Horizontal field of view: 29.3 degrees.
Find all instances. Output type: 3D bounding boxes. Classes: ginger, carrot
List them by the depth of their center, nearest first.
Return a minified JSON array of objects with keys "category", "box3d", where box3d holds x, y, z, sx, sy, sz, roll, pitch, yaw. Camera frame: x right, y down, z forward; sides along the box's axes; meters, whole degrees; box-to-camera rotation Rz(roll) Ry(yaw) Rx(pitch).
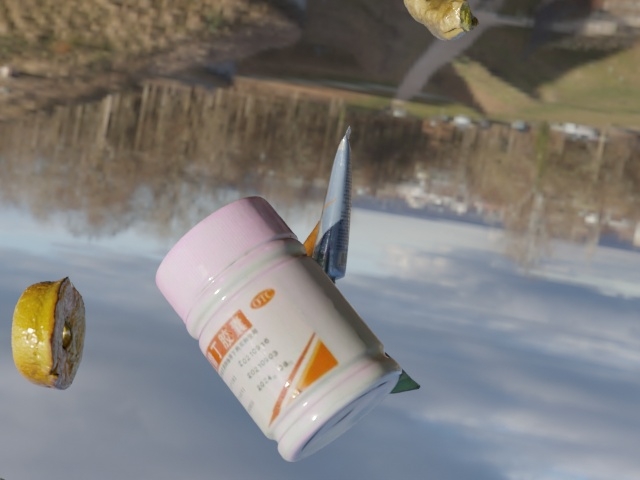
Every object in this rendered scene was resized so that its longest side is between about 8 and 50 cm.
[{"category":"ginger","box3d":[0.224,-0.386,2.129,0.115,0.081,0.205,42,-176,-30]},{"category":"carrot","box3d":[0.000,0.000,2.154,0.055,0.161,0.055,30,174,4]}]

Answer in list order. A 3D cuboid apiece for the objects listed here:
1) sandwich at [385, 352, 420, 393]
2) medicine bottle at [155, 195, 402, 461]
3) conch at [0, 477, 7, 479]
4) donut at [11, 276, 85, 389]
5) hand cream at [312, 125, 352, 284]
[{"category":"sandwich","box3d":[0.078,0.198,1.743,0.074,0.074,0.116,46,176,-20]},{"category":"medicine bottle","box3d":[-0.059,0.119,1.665,0.316,0.202,0.202,51,-164,17]},{"category":"conch","box3d":[-0.480,0.416,1.667,0.121,0.221,0.185,25,-159,-27]},{"category":"donut","box3d":[-0.418,0.142,1.883,0.074,0.174,0.190,1,176,4]},{"category":"hand cream","box3d":[0.026,-0.049,1.989,0.058,0.271,0.091,8,179,5]}]
